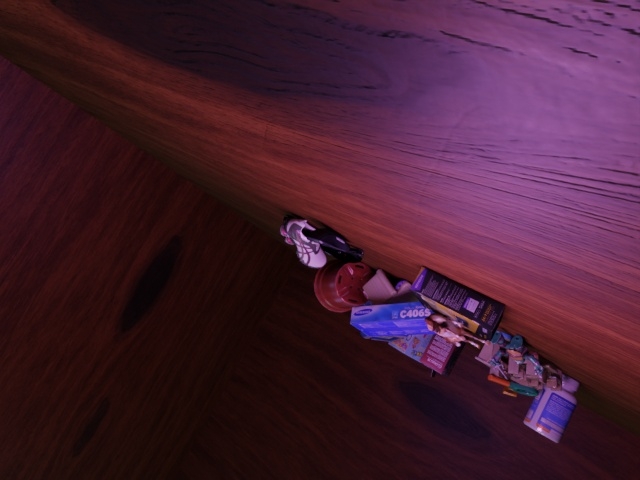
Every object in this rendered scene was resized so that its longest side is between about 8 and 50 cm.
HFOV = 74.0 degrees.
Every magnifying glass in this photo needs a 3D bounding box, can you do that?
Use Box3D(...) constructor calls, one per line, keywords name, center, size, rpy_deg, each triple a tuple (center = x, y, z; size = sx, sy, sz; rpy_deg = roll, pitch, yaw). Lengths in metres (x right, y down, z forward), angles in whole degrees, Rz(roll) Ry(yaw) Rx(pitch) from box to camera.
Box3D(name="magnifying glass", center=(0.819, 0.616, 1.806), size=(0.231, 0.026, 0.092), rpy_deg=(20, 156, -9))

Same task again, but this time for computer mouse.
Box3D(name="computer mouse", center=(0.030, -0.007, 1.554), size=(0.262, 0.060, 0.184), rpy_deg=(19, 179, -43))

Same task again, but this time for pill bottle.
Box3D(name="pill bottle", center=(1.018, 0.717, 1.853), size=(0.152, 0.272, 0.152), rpy_deg=(30, 174, 3))

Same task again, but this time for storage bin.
Box3D(name="storage bin", center=(0.933, 0.602, 2.021), size=(0.262, 0.123, 0.260), rpy_deg=(34, 173, -32))

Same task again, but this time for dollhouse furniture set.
Box3D(name="dollhouse furniture set", center=(0.853, 0.509, 1.780), size=(0.212, 0.161, 0.242), rpy_deg=(33, 151, -29))

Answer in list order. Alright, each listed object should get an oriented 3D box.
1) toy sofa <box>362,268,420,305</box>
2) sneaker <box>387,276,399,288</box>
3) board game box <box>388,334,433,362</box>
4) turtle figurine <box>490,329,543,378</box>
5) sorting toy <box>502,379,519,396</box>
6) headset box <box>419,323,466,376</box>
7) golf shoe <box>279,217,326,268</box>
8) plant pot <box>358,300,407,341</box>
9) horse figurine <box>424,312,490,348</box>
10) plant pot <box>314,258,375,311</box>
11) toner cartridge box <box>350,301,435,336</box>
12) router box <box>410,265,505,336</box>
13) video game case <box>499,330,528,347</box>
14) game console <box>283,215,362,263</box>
Box3D(name="toy sofa", center=(0.371, 0.257, 1.855), size=(0.362, 0.177, 0.150), rpy_deg=(34, -163, -37))
Box3D(name="sneaker", center=(0.332, 0.205, 1.955), size=(0.161, 0.057, 0.075), rpy_deg=(33, -170, -40))
Box3D(name="board game box", center=(0.509, 0.475, 2.251), size=(0.144, 0.275, 0.142), rpy_deg=(33, 173, -27))
Box3D(name="turtle figurine", center=(0.706, 0.416, 1.547), size=(0.175, 0.118, 0.234), rpy_deg=(-12, 132, 35))
Box3D(name="sorting toy", center=(0.998, 0.720, 2.166), size=(0.196, 0.047, 0.347), rpy_deg=(12, -163, 43))
Box3D(name="headset box", center=(0.560, 0.473, 1.894), size=(0.110, 0.293, 0.218), rpy_deg=(26, 173, 31))
Box3D(name="golf shoe", center=(-0.044, 0.018, 1.691), size=(0.120, 0.105, 0.273), rpy_deg=(-9, 136, 39))
Box3D(name="plant pot", center=(0.329, 0.393, 2.162), size=(0.236, 0.212, 0.236), rpy_deg=(10, 158, -12))
Box3D(name="horse figurine", center=(0.411, 0.287, 1.352), size=(0.263, 0.066, 0.174), rpy_deg=(30, 169, -34))
Box3D(name="plant pot", center=(0.131, 0.213, 2.048), size=(0.272, 0.272, 0.265), rpy_deg=(31, 166, -9))
Box3D(name="toner cartridge box", center=(0.309, 0.311, 1.667), size=(0.347, 0.075, 0.165), rpy_deg=(-10, 144, 32))
Box3D(name="router box", center=(0.417, 0.198, 1.285), size=(0.243, 0.081, 0.309), rpy_deg=(27, 173, 27))
Box3D(name="video game case", center=(0.721, 0.380, 1.686), size=(0.119, 0.015, 0.166), rpy_deg=(32, 174, -26))
Box3D(name="game console", center=(0.000, 0.000, 1.828), size=(0.361, 0.044, 0.213), rpy_deg=(32, 172, -26))
